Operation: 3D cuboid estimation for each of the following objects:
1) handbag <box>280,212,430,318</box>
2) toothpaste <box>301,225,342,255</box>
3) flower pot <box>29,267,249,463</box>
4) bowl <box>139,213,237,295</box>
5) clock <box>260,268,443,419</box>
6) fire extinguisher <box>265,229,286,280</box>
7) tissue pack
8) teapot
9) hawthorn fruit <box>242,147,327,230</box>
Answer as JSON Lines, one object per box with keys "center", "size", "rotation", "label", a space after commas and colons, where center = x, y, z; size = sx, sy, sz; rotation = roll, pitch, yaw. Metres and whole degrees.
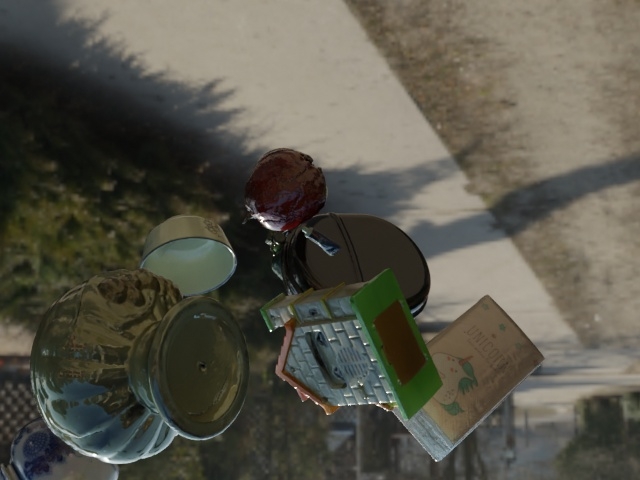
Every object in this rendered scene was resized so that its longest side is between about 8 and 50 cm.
{"center": [0.068, 0.054, 1.892], "size": [0.308, 0.253, 0.093], "rotation": [1, 145, -31], "label": "handbag"}
{"center": [0.000, 0.000, 1.677], "size": [0.083, 0.019, 0.027], "rotation": [34, 124, -31], "label": "toothpaste"}
{"center": [-0.263, 0.193, 1.556], "size": [0.244, 0.307, 0.307], "rotation": [-4, 168, 34], "label": "flower pot"}
{"center": [-0.333, 0.021, 2.475], "size": [0.238, 0.126, 0.237], "rotation": [-9, 144, -7], "label": "bowl"}
{"center": [0.038, 0.178, 1.651], "size": [0.255, 0.219, 0.106], "rotation": [-12, -163, 45], "label": "clock"}
{"center": [-0.003, 0.077, 2.006], "size": [0.311, 0.114, 0.095], "rotation": [41, 151, 2], "label": "fire extinguisher"}
{"center": [0.260, 0.240, 1.812], "size": [0.325, 0.170, 0.071], "rotation": [-32, 164, -42], "label": "tissue pack"}
{"center": [-0.601, 0.522, 2.210], "size": [0.280, 0.252, 0.424], "rotation": [-32, -158, -17], "label": "teapot"}
{"center": [-0.071, -0.083, 1.789], "size": [0.172, 0.148, 0.148], "rotation": [-44, 166, -2], "label": "hawthorn fruit"}
